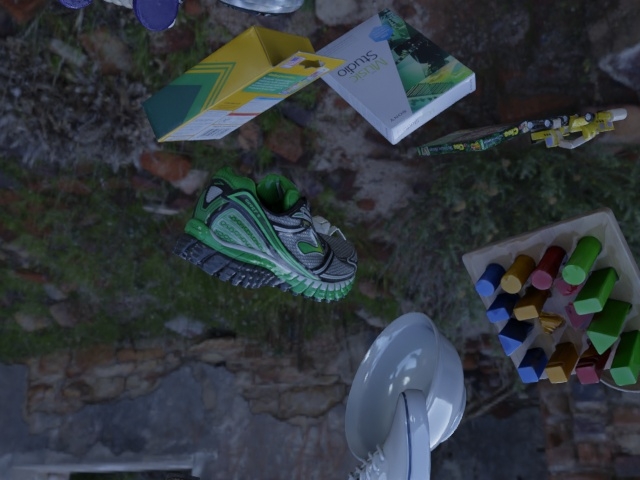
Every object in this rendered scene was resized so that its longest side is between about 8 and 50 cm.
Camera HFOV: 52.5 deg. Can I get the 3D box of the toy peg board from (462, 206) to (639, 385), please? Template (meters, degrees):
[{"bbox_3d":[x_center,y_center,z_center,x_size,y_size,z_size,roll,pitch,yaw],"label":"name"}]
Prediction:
[{"bbox_3d":[0.231,0.074,0.640,0.160,0.161,0.079,-21,-171,41],"label":"toy peg board"}]

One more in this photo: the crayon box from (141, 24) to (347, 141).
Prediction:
[{"bbox_3d":[-0.136,-0.288,1.177,0.322,0.083,0.203,-24,179,27],"label":"crayon box"}]

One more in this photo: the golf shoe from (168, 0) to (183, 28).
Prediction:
[{"bbox_3d":[-0.293,-0.501,1.311,0.093,0.077,0.198,18,148,-1],"label":"golf shoe"}]

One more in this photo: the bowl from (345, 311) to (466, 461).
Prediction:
[{"bbox_3d":[0.180,0.298,1.236,0.134,0.298,0.298,29,147,-18],"label":"bowl"}]

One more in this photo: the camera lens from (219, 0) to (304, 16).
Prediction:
[{"bbox_3d":[-0.120,-0.619,1.328,0.219,0.219,0.275,6,124,-12],"label":"camera lens"}]

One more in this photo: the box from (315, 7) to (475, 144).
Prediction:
[{"bbox_3d":[0.159,-0.383,1.476,0.232,0.322,0.058,-35,148,-9],"label":"box"}]

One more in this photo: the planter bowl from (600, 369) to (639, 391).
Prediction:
[{"bbox_3d":[0.481,0.139,1.014,0.161,0.162,0.109,-4,-165,10],"label":"planter bowl"}]

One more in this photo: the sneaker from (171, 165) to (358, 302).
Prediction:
[{"bbox_3d":[-0.040,-0.005,0.913,0.134,0.146,0.343,28,-174,33],"label":"sneaker"}]

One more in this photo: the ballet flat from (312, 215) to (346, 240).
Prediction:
[{"bbox_3d":[0.000,0.000,1.241,0.079,0.077,0.221,-52,145,4],"label":"ballet flat"}]

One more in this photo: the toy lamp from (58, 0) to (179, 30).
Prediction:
[{"bbox_3d":[-0.323,-0.369,0.959,0.274,0.080,0.080,28,173,34],"label":"toy lamp"}]

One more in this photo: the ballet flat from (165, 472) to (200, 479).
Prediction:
[{"bbox_3d":[-0.157,0.459,1.132,0.249,0.058,0.084,11,145,2],"label":"ballet flat"}]

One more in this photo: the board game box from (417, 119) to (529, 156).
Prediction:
[{"bbox_3d":[0.349,-0.236,1.511,0.136,0.030,0.259,-26,-167,-18],"label":"board game box"}]

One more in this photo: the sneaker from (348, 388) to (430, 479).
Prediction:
[{"bbox_3d":[0.082,0.308,0.823,0.091,0.258,0.094,6,-165,-2],"label":"sneaker"}]

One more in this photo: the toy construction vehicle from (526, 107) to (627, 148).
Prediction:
[{"bbox_3d":[0.283,-0.124,0.727,0.085,0.035,0.098,-14,-169,-30],"label":"toy construction vehicle"}]
